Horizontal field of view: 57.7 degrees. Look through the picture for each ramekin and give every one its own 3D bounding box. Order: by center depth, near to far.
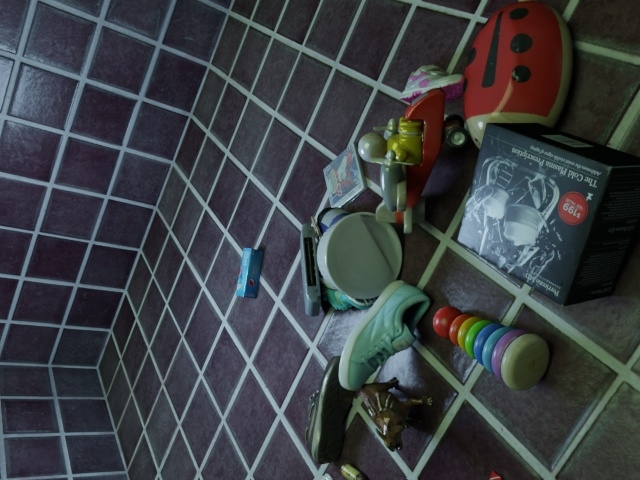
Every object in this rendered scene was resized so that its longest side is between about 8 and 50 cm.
[{"bbox_3d":[0.113,0.048,1.829,0.127,0.272,0.273,-5,76,65],"label":"ramekin"}]

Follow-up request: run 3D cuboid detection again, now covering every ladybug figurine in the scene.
[{"bbox_3d":[0.498,-0.436,1.535,0.305,0.161,0.450,-1,79,53],"label":"ladybug figurine"}]

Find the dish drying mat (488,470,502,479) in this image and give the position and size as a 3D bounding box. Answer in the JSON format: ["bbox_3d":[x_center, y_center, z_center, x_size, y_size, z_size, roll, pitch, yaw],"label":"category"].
[{"bbox_3d":[0.427,0.620,1.448,0.032,0.008,0.083,28,102,52],"label":"dish drying mat"}]

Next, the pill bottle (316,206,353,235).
[{"bbox_3d":[0.067,-0.047,2.008,0.219,0.122,0.123,37,110,65],"label":"pill bottle"}]

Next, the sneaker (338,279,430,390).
[{"bbox_3d":[0.190,0.283,1.681,0.150,0.135,0.366,18,73,50],"label":"sneaker"}]

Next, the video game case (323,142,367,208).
[{"bbox_3d":[0.088,-0.227,2.130,0.183,0.023,0.202,-38,52,41],"label":"video game case"}]

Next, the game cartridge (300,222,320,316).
[{"bbox_3d":[-0.038,0.113,2.090,0.198,0.062,0.298,105,161,-63],"label":"game cartridge"}]

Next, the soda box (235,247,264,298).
[{"bbox_3d":[-0.305,0.141,2.504,0.071,0.067,0.210,3,82,53],"label":"soda box"}]

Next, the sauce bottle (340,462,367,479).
[{"bbox_3d":[0.115,0.736,1.797,0.128,0.042,0.042,16,92,52],"label":"sauce bottle"}]

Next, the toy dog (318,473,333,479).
[{"bbox_3d":[0.142,0.804,1.673,0.333,0.160,0.220,4,98,57],"label":"toy dog"}]

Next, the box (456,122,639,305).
[{"bbox_3d":[0.519,-0.075,1.325,0.343,0.178,0.313,39,129,51],"label":"box"}]

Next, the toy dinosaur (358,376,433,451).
[{"bbox_3d":[0.176,0.468,1.663,0.295,0.200,0.127,25,100,53],"label":"toy dinosaur"}]

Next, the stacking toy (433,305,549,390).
[{"bbox_3d":[0.415,0.251,1.490,0.330,0.141,0.141,28,102,59],"label":"stacking toy"}]

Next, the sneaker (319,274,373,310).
[{"bbox_3d":[0.090,0.188,1.968,0.275,0.106,0.110,20,114,59],"label":"sneaker"}]

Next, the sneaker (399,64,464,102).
[{"bbox_3d":[0.348,-0.494,1.799,0.252,0.102,0.111,8,88,53],"label":"sneaker"}]

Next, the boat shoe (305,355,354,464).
[{"bbox_3d":[0.012,0.547,1.915,0.130,0.132,0.356,12,88,53],"label":"boat shoe"}]

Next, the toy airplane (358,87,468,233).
[{"bbox_3d":[0.231,-0.218,1.694,0.386,0.272,0.385,121,168,-74],"label":"toy airplane"}]

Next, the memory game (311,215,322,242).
[{"bbox_3d":[0.000,0.000,2.084,0.012,0.186,0.186,-19,53,-2],"label":"memory game"}]
